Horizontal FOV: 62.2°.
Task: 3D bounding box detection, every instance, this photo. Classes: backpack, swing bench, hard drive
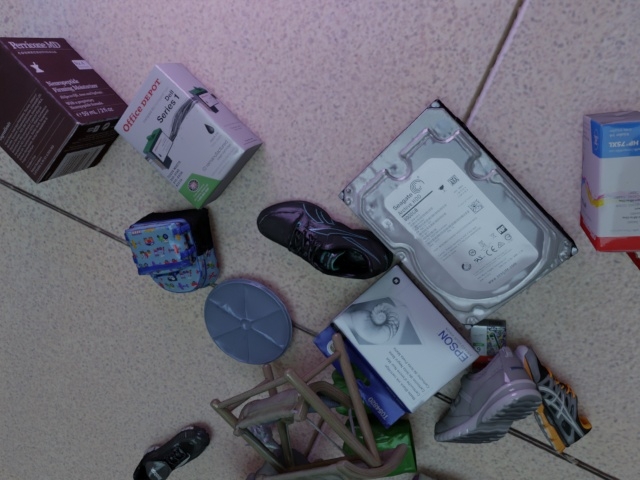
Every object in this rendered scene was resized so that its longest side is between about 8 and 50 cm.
[{"bbox_3d":[-0.290,0.033,1.064,0.158,0.117,0.173,-3,111,19],"label":"backpack"},{"bbox_3d":[-0.025,0.344,0.978,0.253,0.165,0.254,-33,85,41],"label":"swing bench"},{"bbox_3d":[0.228,-0.038,0.909,0.339,0.064,0.237,47,115,-2],"label":"hard drive"}]

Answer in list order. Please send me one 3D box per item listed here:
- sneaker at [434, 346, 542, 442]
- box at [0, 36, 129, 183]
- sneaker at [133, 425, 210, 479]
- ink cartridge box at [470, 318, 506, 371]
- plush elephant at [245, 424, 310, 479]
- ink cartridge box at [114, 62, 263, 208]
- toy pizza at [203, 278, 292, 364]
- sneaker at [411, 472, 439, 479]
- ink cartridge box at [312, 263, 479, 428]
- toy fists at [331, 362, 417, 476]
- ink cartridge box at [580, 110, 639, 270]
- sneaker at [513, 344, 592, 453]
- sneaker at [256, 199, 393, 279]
[{"bbox_3d":[0.300,0.298,0.983,0.105,0.115,0.281,10,139,-19],"label":"sneaker"},{"bbox_3d":[-0.508,-0.247,1.000,0.203,0.168,0.167,47,116,-4],"label":"box"},{"bbox_3d":[-0.360,0.523,1.263,0.234,0.106,0.078,-32,98,24],"label":"sneaker"},{"bbox_3d":[0.312,0.204,0.986,0.063,0.029,0.115,0,109,17],"label":"ink cartridge box"},{"bbox_3d":[-0.127,0.586,1.137,0.255,0.272,0.330,-50,61,12],"label":"plush elephant"},{"bbox_3d":[-0.245,-0.194,0.980,0.219,0.092,0.160,43,115,-2],"label":"ink cartridge box"},{"bbox_3d":[-0.151,0.169,1.115,0.201,0.032,0.201,6,112,16],"label":"toy pizza"},{"bbox_3d":[0.248,0.642,1.115,0.152,0.114,0.305,7,111,16],"label":"sneaker"},{"bbox_3d":[0.131,0.196,0.972,0.224,0.045,0.223,-43,81,6],"label":"ink cartridge box"},{"bbox_3d":[0.103,0.348,1.068,0.142,0.096,0.279,-9,104,11],"label":"toy fists"},{"bbox_3d":[0.441,-0.069,0.792,0.078,0.134,0.231,-2,108,17],"label":"ink cartridge box"},{"bbox_3d":[0.415,0.277,0.961,0.083,0.084,0.215,-27,102,8],"label":"sneaker"},{"bbox_3d":[0.000,0.000,0.969,0.267,0.106,0.101,17,114,12],"label":"sneaker"}]
